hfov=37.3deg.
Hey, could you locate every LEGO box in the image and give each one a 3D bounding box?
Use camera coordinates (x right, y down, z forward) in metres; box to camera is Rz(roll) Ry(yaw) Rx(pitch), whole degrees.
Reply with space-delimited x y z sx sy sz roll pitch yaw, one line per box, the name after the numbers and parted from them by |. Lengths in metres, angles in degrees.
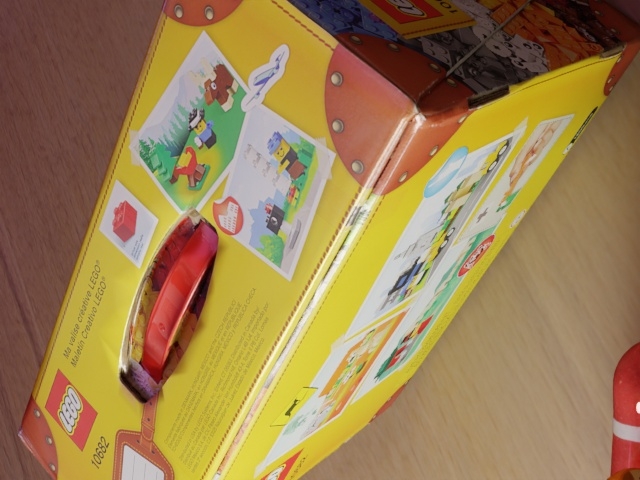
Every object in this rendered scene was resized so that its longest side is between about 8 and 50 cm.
0.000 0.000 0.798 0.193 0.372 0.500 42 127 19 | LEGO box

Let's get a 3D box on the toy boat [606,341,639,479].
0.259 0.183 0.687 0.151 0.151 0.231 9 101 52 | toy boat
